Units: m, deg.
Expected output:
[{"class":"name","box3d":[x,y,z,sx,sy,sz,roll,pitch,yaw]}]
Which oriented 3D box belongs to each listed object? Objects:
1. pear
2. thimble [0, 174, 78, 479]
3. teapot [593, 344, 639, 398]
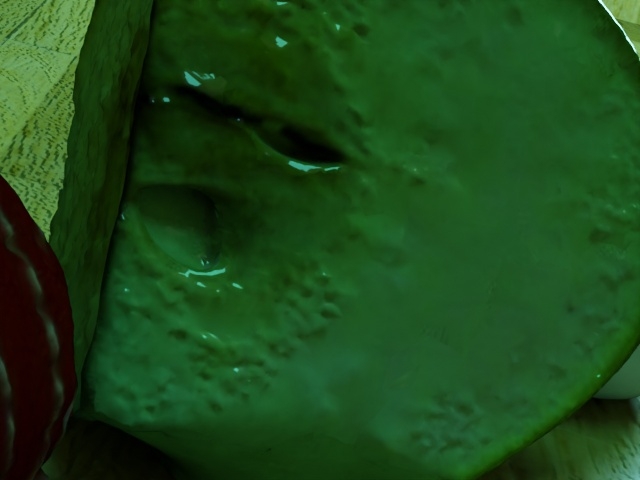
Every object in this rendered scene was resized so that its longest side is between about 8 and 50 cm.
[{"class":"pear","box3d":[0.022,-0.024,0.678,0.282,0.286,0.176,10,-1,-16]},{"class":"thimble","box3d":[-0.179,0.035,0.461,0.190,0.163,0.125,19,16,8]},{"class":"teapot","box3d":[0.155,0.002,0.886,0.300,0.166,0.208,20,38,-49]}]
